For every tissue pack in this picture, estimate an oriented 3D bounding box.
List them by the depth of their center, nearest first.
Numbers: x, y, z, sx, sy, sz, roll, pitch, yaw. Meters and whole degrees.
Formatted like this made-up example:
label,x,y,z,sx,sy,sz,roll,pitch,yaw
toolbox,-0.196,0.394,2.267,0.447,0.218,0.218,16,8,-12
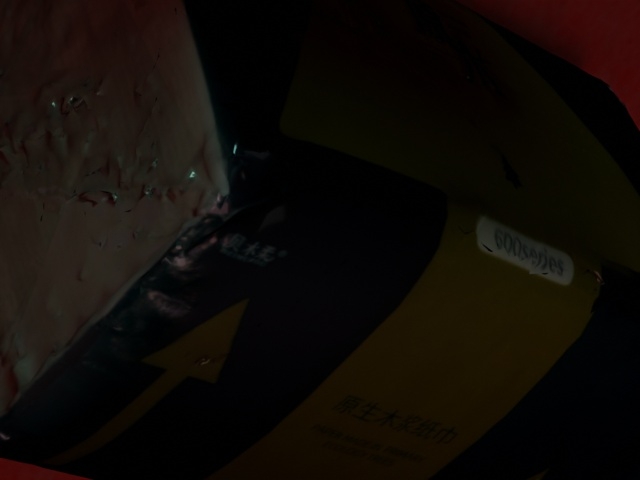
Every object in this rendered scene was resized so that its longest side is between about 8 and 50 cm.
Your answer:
label,x,y,z,sx,sy,sz,roll,pitch,yaw
tissue pack,0.000,0.000,1.011,0.416,0.264,0.253,20,126,-40
